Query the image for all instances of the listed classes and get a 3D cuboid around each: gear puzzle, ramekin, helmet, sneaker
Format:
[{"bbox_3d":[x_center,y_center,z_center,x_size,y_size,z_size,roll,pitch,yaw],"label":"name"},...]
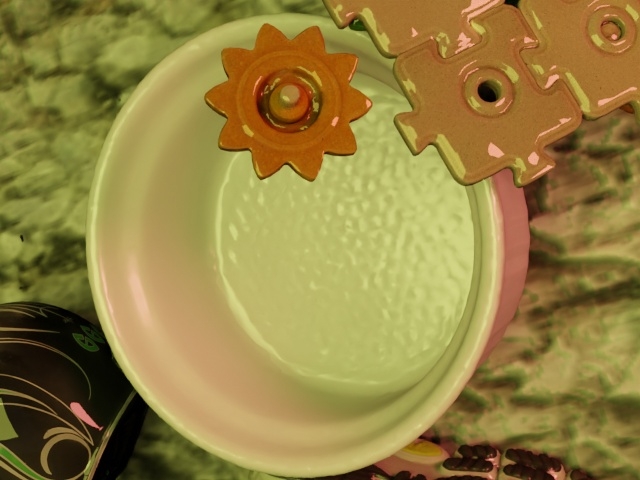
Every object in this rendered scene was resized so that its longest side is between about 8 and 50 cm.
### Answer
[{"bbox_3d":[0.096,-0.118,0.660,0.338,0.044,0.176,-28,81,-12],"label":"gear puzzle"},{"bbox_3d":[0.000,0.000,0.773,0.277,0.135,0.277,2,94,24],"label":"ramekin"},{"bbox_3d":[-0.221,0.127,0.869,0.161,0.169,0.169,24,104,4],"label":"helmet"},{"bbox_3d":[0.082,0.200,0.789,0.278,0.107,0.118,12,118,26],"label":"sneaker"}]

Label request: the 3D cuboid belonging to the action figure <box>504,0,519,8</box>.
[{"bbox_3d":[0.051,-0.171,0.720,0.232,0.063,0.137,14,101,-10],"label":"action figure"}]
